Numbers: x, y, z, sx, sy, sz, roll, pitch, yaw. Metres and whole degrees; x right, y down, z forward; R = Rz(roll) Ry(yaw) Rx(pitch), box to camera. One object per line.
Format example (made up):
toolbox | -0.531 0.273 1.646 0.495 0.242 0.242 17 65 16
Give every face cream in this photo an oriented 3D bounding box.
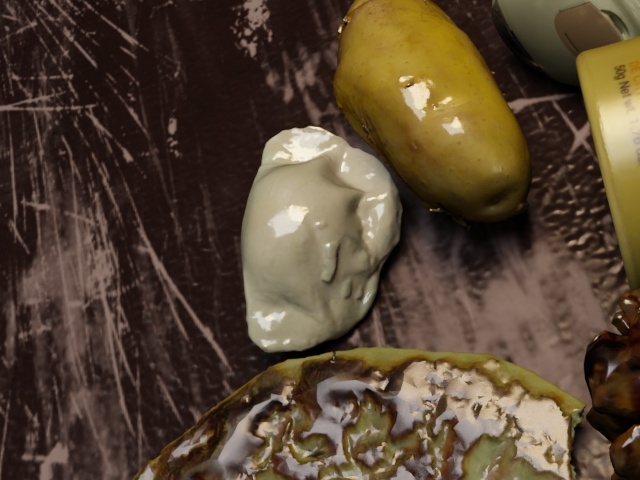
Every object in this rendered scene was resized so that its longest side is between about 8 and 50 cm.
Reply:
face cream | 0.315 -0.067 0.768 0.179 0.218 0.218 -14 55 17

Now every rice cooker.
rice cooker | 0.260 -0.228 0.932 0.127 0.145 0.206 -53 24 -22

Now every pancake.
pancake | 0.025 0.230 0.818 0.427 0.067 0.304 -32 59 1

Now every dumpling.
dumpling | 0.000 0.000 0.937 0.151 0.124 0.228 7 78 3

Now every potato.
potato | 0.097 -0.140 0.944 0.140 0.173 0.300 -42 49 22

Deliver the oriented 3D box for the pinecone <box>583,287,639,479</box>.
pinecone | 0.303 0.129 0.650 0.243 0.243 0.257 -52 17 -13
